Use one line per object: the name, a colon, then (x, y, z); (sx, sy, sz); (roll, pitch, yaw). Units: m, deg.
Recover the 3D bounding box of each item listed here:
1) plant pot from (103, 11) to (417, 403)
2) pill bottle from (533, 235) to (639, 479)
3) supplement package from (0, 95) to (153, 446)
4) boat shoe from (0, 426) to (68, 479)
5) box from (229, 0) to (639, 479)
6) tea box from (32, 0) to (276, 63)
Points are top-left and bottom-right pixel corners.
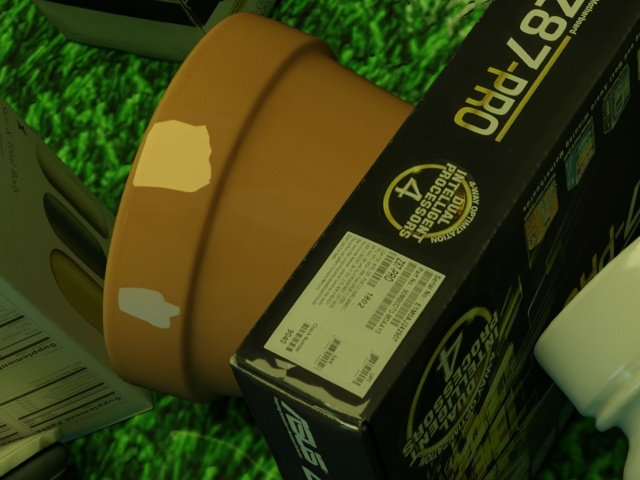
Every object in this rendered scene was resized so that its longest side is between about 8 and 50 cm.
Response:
plant pot: (0.000, 0.000, 1.055); (0.203, 0.291, 0.291); (18, 69, 13)
pill bottle: (0.300, 0.141, 0.795); (0.204, 0.204, 0.361); (-40, 74, -2)
supplement package: (-0.289, 0.034, 1.152); (0.198, 0.263, 0.199); (-22, 54, 10)
boat shoe: (-0.286, 0.241, 1.044); (0.116, 0.099, 0.319); (-23, 9, 37)
box: (0.116, 0.018, 0.909); (0.097, 0.318, 0.395); (25, 63, 24)
tea box: (-0.153, -0.383, 1.303); (0.220, 0.323, 0.329); (15, 68, 31)
